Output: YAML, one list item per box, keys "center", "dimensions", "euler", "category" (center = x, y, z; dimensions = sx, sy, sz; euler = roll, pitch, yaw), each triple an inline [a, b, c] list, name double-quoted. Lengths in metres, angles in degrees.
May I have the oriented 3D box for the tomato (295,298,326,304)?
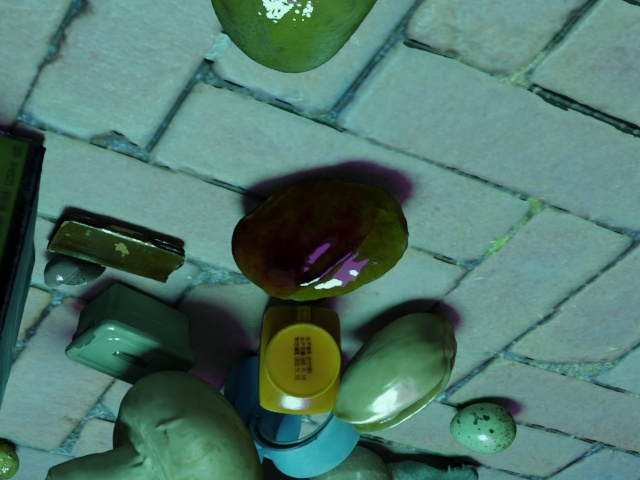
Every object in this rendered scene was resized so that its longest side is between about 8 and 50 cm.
- center: [-0.017, 0.048, 1.631]
  dimensions: [0.087, 0.075, 0.087]
  euler: [3, 141, 2]
  category: "tomato"

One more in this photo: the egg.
- center: [0.270, 0.312, 1.967]
  dimensions: [0.110, 0.085, 0.085]
  euler: [-5, 143, 13]
  category: "egg"

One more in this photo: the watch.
- center: [-0.039, 0.284, 1.850]
  dimensions: [0.193, 0.211, 0.211]
  euler: [0, 147, 32]
  category: "watch"

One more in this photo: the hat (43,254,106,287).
- center: [-0.344, 0.037, 1.651]
  dimensions: [0.087, 0.058, 0.042]
  euler: [-13, 107, -4]
  category: "hat"

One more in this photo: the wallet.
- center: [-0.278, 0.010, 1.625]
  dimensions: [0.176, 0.026, 0.095]
  euler: [18, 145, -20]
  category: "wallet"

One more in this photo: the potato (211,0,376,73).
- center: [-0.024, -0.260, 1.160]
  dimensions: [0.174, 0.159, 0.251]
  euler: [25, 152, 7]
  category: "potato"

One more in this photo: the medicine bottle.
- center: [-0.030, 0.166, 1.658]
  dimensions: [0.112, 0.149, 0.222]
  euler: [3, 175, -4]
  category: "medicine bottle"

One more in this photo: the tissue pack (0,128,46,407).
- center: [-0.431, 0.101, 1.441]
  dimensions: [0.124, 0.394, 0.288]
  euler: [12, 143, -12]
  category: "tissue pack"

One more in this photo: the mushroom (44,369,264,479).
- center: [-0.234, 0.347, 1.674]
  dimensions: [0.290, 0.292, 0.292]
  euler: [-26, 153, -29]
  category: "mushroom"

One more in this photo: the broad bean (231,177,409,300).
- center: [0.000, -0.002, 1.528]
  dimensions: [0.228, 0.156, 0.122]
  euler: [-15, -178, 8]
  category: "broad bean"

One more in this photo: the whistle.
- center: [0.120, 0.456, 2.107]
  dimensions: [0.348, 0.189, 0.189]
  euler: [-3, 144, -14]
  category: "whistle"

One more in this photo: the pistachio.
- center: [0.111, 0.193, 1.749]
  dimensions: [0.215, 0.144, 0.144]
  euler: [-40, 133, 5]
  category: "pistachio"

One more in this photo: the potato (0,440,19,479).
- center: [-0.600, 0.393, 2.098]
  dimensions: [0.138, 0.070, 0.091]
  euler: [-4, 148, 9]
  category: "potato"

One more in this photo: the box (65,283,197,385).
- center: [-0.274, 0.138, 1.739]
  dimensions: [0.172, 0.093, 0.124]
  euler: [29, 134, -33]
  category: "box"
